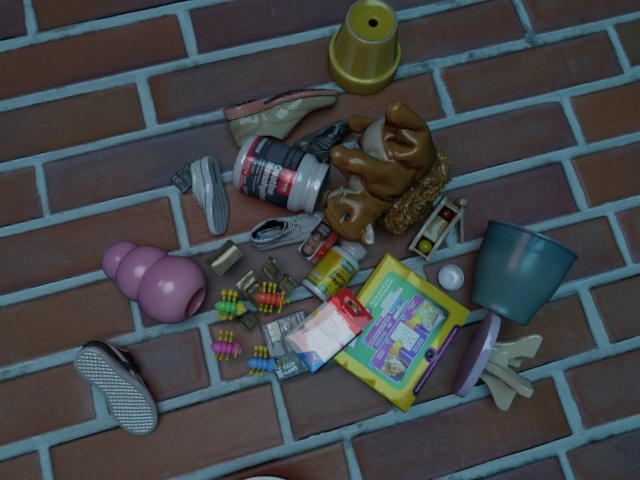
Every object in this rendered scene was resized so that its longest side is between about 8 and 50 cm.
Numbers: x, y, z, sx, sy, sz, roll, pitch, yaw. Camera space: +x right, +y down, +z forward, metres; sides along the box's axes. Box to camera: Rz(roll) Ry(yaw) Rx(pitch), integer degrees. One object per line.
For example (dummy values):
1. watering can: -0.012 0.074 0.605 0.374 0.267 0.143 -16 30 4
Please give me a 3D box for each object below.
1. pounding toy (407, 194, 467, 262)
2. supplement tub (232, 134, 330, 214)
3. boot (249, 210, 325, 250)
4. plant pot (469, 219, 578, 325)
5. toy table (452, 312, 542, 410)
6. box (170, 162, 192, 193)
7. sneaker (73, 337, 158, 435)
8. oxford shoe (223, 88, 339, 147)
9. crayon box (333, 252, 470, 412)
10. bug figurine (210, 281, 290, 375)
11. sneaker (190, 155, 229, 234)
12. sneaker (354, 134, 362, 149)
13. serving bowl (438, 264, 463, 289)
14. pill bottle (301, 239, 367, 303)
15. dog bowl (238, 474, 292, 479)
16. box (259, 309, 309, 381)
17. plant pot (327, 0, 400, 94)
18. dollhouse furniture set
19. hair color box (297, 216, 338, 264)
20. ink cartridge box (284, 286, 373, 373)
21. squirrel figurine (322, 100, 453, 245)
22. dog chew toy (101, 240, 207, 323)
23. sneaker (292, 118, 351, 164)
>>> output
1. pounding toy: 0.407 -0.037 1.478 0.154 0.154 0.270 35 80 5
2. supplement tub: -0.123 -0.205 1.468 0.272 0.191 0.191 20 79 4
3. boot: -0.101 -0.036 1.472 0.258 0.123 0.095 -22 80 -7
4. plant pot: 0.588 0.108 1.415 0.271 0.271 0.255 26 92 3
5. toy table: 0.522 0.365 1.372 0.160 0.252 0.275 22 116 9
6. box: -0.448 -0.206 1.545 0.067 0.018 0.083 41 80 6
7. sneaker: -0.582 0.419 1.371 0.126 0.127 0.321 -29 106 -2
8. oxford shoe: -0.120 -0.421 1.568 0.396 0.140 0.147 -17 111 -10
9. crayon box: 0.225 0.278 1.432 0.313 0.106 0.363 35 80 7
10. bug figurine: -0.203 0.258 1.337 0.216 0.072 0.279 7 90 -10
11. sneaker: -0.364 -0.142 1.510 0.091 0.094 0.258 -10 85 28
12. sneaker: 0.230 -0.315 1.535 0.237 0.086 0.085 -3 74 -5
13. serving bowl: 0.422 0.122 1.511 0.083 0.027 0.084 0 79 -2
14. pill bottle: 0.049 0.092 1.455 0.117 0.117 0.208 41 79 6
15. dog bowl: -0.156 0.849 1.280 0.407 0.150 0.409 0 78 -2
16. box: -0.089 0.322 1.424 0.147 0.077 0.180 -20 80 -6
17. plant pot: 0.156 -0.657 1.550 0.253 0.239 0.254 1 79 -3
18. dollhouse furniture set: -0.233 0.123 1.452 0.212 0.161 0.242 -43 105 -9
19. hair color box: 0.000 0.000 1.481 0.141 0.043 0.072 -51 50 2
20. ink cartridge box: 0.028 0.258 1.344 0.231 0.078 0.134 -40 73 -5
21. squirrel figurine: 0.196 -0.146 1.378 0.396 0.281 0.371 27 84 -30
22. dog chew toy: -0.511 0.109 1.397 0.331 0.207 0.207 27 79 12
23. sneaker: 0.033 -0.316 1.555 0.227 0.087 0.130 -28 83 -4
